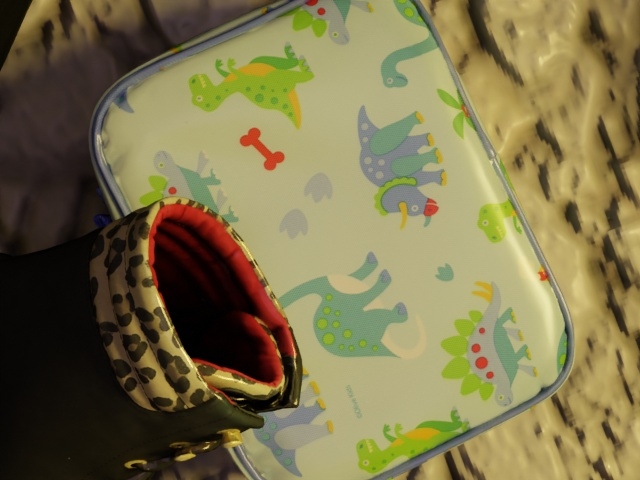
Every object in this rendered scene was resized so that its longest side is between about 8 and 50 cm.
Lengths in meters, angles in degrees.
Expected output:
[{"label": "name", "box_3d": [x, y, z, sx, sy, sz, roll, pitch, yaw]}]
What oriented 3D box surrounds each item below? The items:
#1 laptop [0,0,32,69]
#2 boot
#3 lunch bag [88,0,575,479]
[{"label": "laptop", "box_3d": [-0.244, -0.094, 0.476, 0.407, 0.382, 0.236, -11, 91, -4]}, {"label": "boot", "box_3d": [-0.080, 0.100, 0.589, 0.178, 0.085, 0.236, -17, 104, 36]}, {"label": "lunch bag", "box_3d": [0.000, 0.000, 0.643, 0.176, 0.090, 0.219, -26, 94, -4]}]
